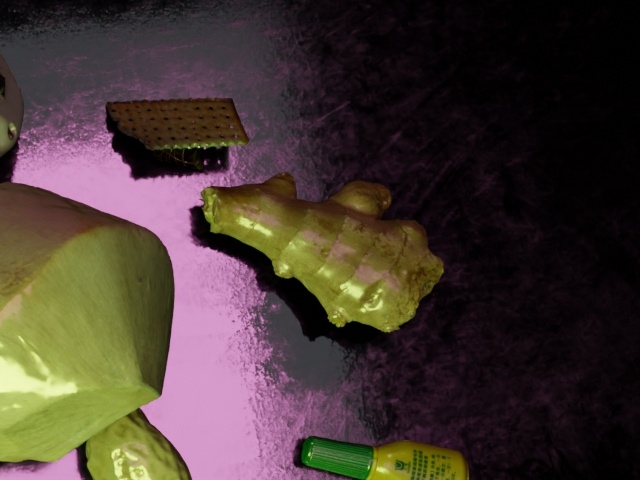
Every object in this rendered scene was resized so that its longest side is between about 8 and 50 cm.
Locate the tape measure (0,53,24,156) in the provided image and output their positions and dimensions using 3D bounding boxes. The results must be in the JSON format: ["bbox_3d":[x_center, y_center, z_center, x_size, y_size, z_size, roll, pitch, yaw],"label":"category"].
[{"bbox_3d":[-0.533,-0.242,1.768,0.130,0.258,0.265,-34,130,10],"label":"tape measure"}]

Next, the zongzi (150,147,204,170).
[{"bbox_3d":[-0.209,-0.132,1.951,0.083,0.073,0.067,19,69,31],"label":"zongzi"}]

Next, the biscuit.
[{"bbox_3d":[-0.219,-0.180,1.929,0.203,0.016,0.144,-5,39,-18],"label":"biscuit"}]

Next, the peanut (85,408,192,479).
[{"bbox_3d":[-0.246,0.388,1.771,0.153,0.140,0.325,-20,88,-32],"label":"peanut"}]

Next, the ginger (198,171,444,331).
[{"bbox_3d":[0.014,-0.021,1.927,0.375,0.166,0.236,39,80,-10],"label":"ginger"}]

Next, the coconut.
[{"bbox_3d":[-0.376,0.123,1.653,0.415,0.345,0.415,-5,47,6],"label":"coconut"}]

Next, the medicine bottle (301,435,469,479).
[{"bbox_3d":[0.100,0.347,1.918,0.260,0.064,0.095,14,73,-13],"label":"medicine bottle"}]
